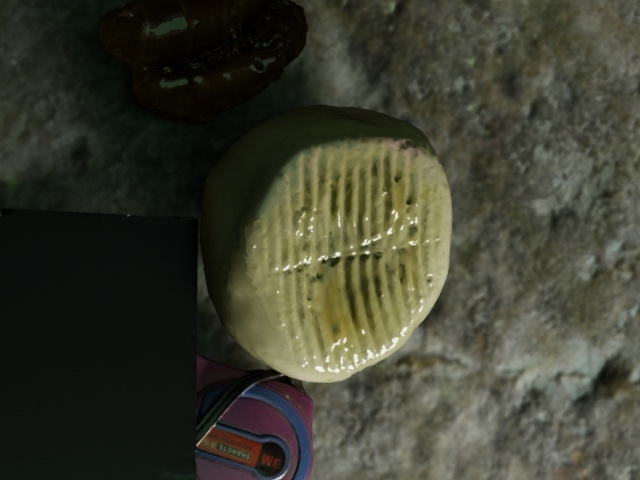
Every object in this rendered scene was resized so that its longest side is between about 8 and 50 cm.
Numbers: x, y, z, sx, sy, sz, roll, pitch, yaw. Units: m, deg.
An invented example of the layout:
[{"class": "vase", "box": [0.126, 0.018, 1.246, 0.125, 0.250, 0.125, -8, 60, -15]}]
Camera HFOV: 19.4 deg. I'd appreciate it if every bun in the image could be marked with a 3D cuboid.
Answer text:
[{"class": "bun", "box": [0.000, 0.000, 1.345, 0.178, 0.128, 0.193, -9, 105, -19]}]

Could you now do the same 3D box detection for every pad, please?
[{"class": "pad", "box": [-0.165, 0.095, 1.298, 0.163, 0.004, 0.243, 3, 73, -11]}]

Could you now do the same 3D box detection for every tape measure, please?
[{"class": "tape measure", "box": [-0.063, 0.144, 1.350, 0.118, 0.074, 0.125, 21, 79, -12]}]

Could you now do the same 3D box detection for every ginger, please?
[{"class": "ginger", "box": [-0.072, -0.142, 1.343, 0.162, 0.073, 0.103, -25, 99, -18]}]
